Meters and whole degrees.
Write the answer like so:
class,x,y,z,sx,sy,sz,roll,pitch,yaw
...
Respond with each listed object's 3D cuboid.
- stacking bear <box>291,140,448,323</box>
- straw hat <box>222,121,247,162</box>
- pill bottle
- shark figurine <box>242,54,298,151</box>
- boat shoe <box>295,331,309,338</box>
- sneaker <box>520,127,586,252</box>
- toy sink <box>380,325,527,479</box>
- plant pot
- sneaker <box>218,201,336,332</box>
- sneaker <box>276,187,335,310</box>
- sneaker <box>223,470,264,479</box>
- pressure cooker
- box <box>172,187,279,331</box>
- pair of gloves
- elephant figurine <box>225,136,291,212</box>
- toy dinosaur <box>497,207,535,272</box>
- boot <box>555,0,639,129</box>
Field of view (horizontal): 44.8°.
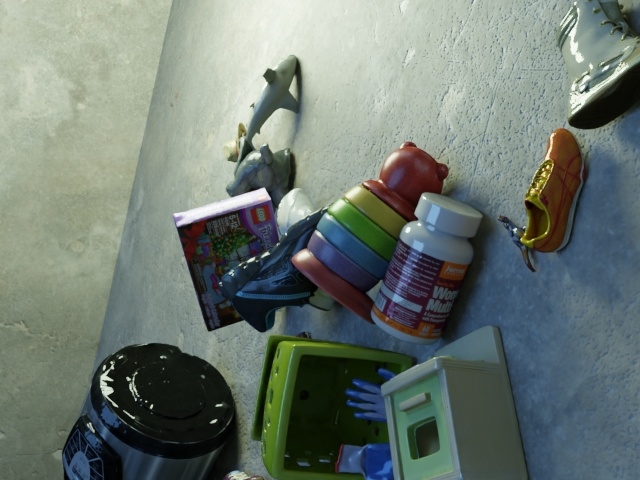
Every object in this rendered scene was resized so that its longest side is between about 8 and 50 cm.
class,x,y,z,sx,sy,sz,roll,pitch,yaw
stacking bear,0.098,-0.032,1.323,0.289,0.164,0.175,-52,51,3
straw hat,-0.222,-0.235,2.032,0.144,0.061,0.144,-11,-90,-82
pill bottle,0.170,0.044,1.234,0.121,0.121,0.221,46,121,57
shark figurine,-0.114,-0.319,1.910,0.278,0.116,0.166,-62,-2,14
boat shoe,-0.067,0.251,1.680,0.137,0.043,0.049,-61,32,29
sneaker,0.317,-0.071,1.063,0.064,0.068,0.175,-2,78,63
toy sink,0.183,0.247,1.131,0.153,0.131,0.234,-39,47,50
plant pot,0.003,0.283,1.362,0.207,0.228,0.227,-171,91,-68
sneaker,-0.033,0.044,1.492,0.341,0.125,0.139,-37,84,22
sneaker,0.000,0.000,1.606,0.129,0.111,0.297,-45,49,30
sneaker,-0.186,0.557,1.767,0.185,0.070,0.083,-50,45,41
pressure cooker,-0.437,0.518,1.941,0.369,0.376,0.420,-88,22,-59
box,-0.183,0.046,1.670,0.057,0.201,0.293,-122,18,-51
pair of gloves,0.110,0.308,1.245,0.023,0.159,0.198,5,-85,-82
elephant figurine,-0.150,-0.172,1.879,0.186,0.169,0.239,-34,29,17
toy dinosaur,0.283,-0.007,1.133,0.082,0.047,0.090,-127,40,-77
boot,0.388,-0.260,0.988,0.213,0.077,0.165,-40,45,54
